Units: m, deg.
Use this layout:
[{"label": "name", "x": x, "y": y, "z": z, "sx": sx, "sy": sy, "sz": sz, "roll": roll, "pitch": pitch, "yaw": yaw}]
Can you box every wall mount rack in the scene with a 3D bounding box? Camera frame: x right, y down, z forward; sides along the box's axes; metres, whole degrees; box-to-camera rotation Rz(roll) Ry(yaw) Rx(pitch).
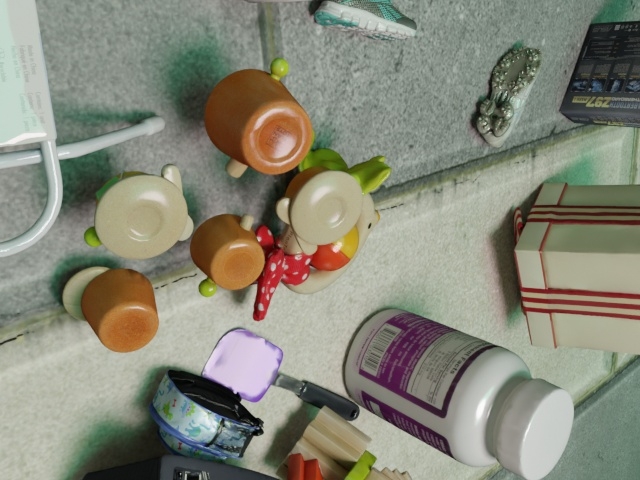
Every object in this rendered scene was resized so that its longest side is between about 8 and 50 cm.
[{"label": "wall mount rack", "x": -0.259, "y": -0.175, "z": 0.557, "sx": 0.304, "sy": 0.130, "sz": 0.350, "roll": -16, "pitch": 113, "yaw": -35}]

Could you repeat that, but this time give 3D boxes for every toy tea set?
[{"label": "toy tea set", "x": -0.127, "y": -0.036, "z": 0.695, "sx": 0.336, "sy": 0.124, "sz": 0.200, "roll": -31, "pitch": 128, "yaw": -11}]

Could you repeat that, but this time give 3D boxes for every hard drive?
[{"label": "hard drive", "x": -0.144, "y": 0.305, "z": 0.781, "sx": 0.254, "sy": 0.172, "sz": 0.054, "roll": 35, "pitch": 43, "yaw": -44}]

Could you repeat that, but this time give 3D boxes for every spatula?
[{"label": "spatula", "x": -0.036, "y": 0.203, "z": 0.931, "sx": 0.296, "sy": 0.030, "sz": 0.084, "roll": 34, "pitch": 81, "yaw": -43}]

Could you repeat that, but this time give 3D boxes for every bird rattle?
[{"label": "bird rattle", "x": 0.000, "y": 0.000, "z": 0.845, "sx": 0.253, "sy": 0.143, "sz": 0.207, "roll": -62, "pitch": 149, "yaw": -5}]

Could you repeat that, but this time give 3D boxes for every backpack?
[{"label": "backpack", "x": -0.144, "y": 0.211, "z": 0.785, "sx": 0.114, "sy": 0.105, "sz": 0.084, "roll": 34, "pitch": 85, "yaw": -31}]

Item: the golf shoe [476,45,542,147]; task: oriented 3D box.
[{"label": "golf shoe", "x": 0.313, "y": -0.236, "z": 1.108, "sx": 0.176, "sy": 0.069, "sz": 0.086, "roll": -60, "pitch": 153, "yaw": -7}]

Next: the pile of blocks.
[{"label": "pile of blocks", "x": 0.070, "y": 0.403, "z": 0.889, "sx": 0.362, "sy": 0.149, "sz": 0.112, "roll": 57, "pitch": 21, "yaw": 5}]

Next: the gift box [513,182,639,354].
[{"label": "gift box", "x": 0.495, "y": 0.043, "z": 1.221, "sx": 0.276, "sy": 0.258, "sz": 0.255, "roll": -48, "pitch": 130, "yaw": -47}]

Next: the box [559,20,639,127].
[{"label": "box", "x": 0.566, "y": -0.296, "z": 1.188, "sx": 0.059, "sy": 0.232, "sz": 0.183, "roll": 22, "pitch": 87, "yaw": -38}]

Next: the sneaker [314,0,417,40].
[{"label": "sneaker", "x": 0.067, "y": -0.302, "z": 0.854, "sx": 0.166, "sy": 0.065, "sz": 0.076, "roll": -1, "pitch": 99, "yaw": -44}]

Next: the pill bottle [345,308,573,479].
[{"label": "pill bottle", "x": 0.192, "y": 0.216, "z": 0.955, "sx": 0.169, "sy": 0.301, "sz": 0.169, "roll": -14, "pitch": 112, "yaw": -39}]

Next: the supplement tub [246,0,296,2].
[{"label": "supplement tub", "x": -0.008, "y": -0.385, "z": 0.667, "sx": 0.191, "sy": 0.191, "sz": 0.272, "roll": -21, "pitch": 116, "yaw": -37}]
